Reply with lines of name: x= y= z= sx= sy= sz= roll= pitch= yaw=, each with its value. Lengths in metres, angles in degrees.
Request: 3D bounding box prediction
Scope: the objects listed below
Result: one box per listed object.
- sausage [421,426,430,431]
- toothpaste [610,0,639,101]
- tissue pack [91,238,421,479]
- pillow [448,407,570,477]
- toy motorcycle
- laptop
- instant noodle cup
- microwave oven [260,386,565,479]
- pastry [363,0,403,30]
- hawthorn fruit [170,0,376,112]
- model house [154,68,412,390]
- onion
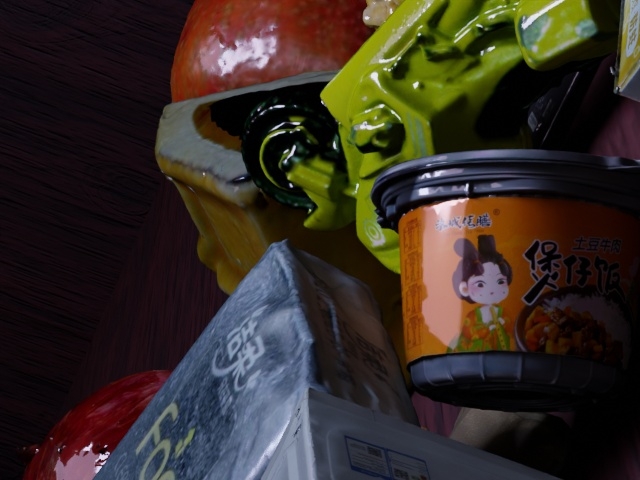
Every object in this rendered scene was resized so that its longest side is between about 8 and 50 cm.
sausage: x=0.044 y=0.189 z=1.427 sx=0.183 sy=0.054 sz=0.062 roll=-58 pitch=48 yaw=37
toothpaste: x=0.230 y=-0.203 z=1.161 sx=0.071 sy=0.089 sz=0.313 roll=118 pitch=167 yaw=-50
tissue pack: x=-0.071 y=0.175 z=1.153 sx=0.316 sy=0.103 sz=0.228 roll=-52 pitch=20 yaw=13
pillow: x=0.105 y=0.152 z=1.255 sx=0.217 sy=0.033 sz=0.130 roll=-154 pitch=87 yaw=-79
toy motorcycle: x=0.103 y=-0.091 z=1.347 sx=0.342 sy=0.206 sz=0.142 roll=-43 pitch=12 yaw=34
laptop: x=0.169 y=-0.115 z=1.465 sx=0.129 sy=0.016 sz=0.180 roll=-102 pitch=35 yaw=-68
instant noodle cup: x=0.113 y=0.030 z=1.139 sx=0.208 sy=0.177 sz=0.126 roll=-20 pitch=63 yaw=58
microwave oven: x=0.064 y=0.184 z=0.950 sx=0.162 sy=0.208 sz=0.122 roll=-95 pitch=28 yaw=-65
pastry: x=0.123 y=-0.275 z=1.608 sx=0.102 sy=0.154 sz=0.250 roll=-170 pitch=98 yaw=-80
hawthorn fruit: x=0.003 y=-0.173 z=1.771 sx=0.254 sy=0.254 sz=0.300 roll=125 pitch=165 yaw=-51
model house: x=0.000 y=-0.005 z=1.588 sx=0.173 sy=0.239 sz=0.268 roll=-30 pitch=26 yaw=-17
onion: x=-0.123 y=0.246 z=1.655 sx=0.276 sy=0.276 sz=0.276 roll=-159 pitch=90 yaw=-78
